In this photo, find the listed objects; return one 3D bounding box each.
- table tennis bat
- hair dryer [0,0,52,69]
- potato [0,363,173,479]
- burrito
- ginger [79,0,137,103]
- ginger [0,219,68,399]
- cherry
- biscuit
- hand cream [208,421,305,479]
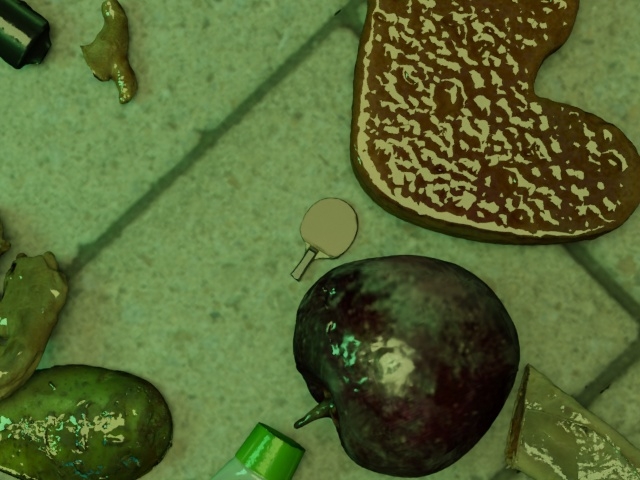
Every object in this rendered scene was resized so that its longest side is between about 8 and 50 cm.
[{"bbox_3d":[0.000,0.000,1.529,0.050,0.007,0.083,35,84,6],"label":"table tennis bat"},{"bbox_3d":[-0.399,-0.217,1.534,0.302,0.116,0.244,35,89,-1],"label":"hair dryer"},{"bbox_3d":[-0.231,0.167,1.501,0.197,0.054,0.119,8,87,4],"label":"potato"},{"bbox_3d":[0.248,0.205,1.466,0.226,0.060,0.087,35,81,7],"label":"burrito"},{"bbox_3d":[-0.195,-0.170,1.548,0.048,0.030,0.097,-7,85,-26],"label":"ginger"},{"bbox_3d":[-0.330,0.021,1.516,0.149,0.065,0.258,-40,77,-21],"label":"ginger"},{"bbox_3d":[0.072,0.098,1.433,0.195,0.195,0.195,0,84,3],"label":"cherry"},{"bbox_3d":[0.159,-0.135,1.515,0.262,0.052,0.277,5,83,-1],"label":"biscuit"},{"bbox_3d":[-0.106,0.287,1.490,0.079,0.050,0.275,32,91,33],"label":"hand cream"}]
